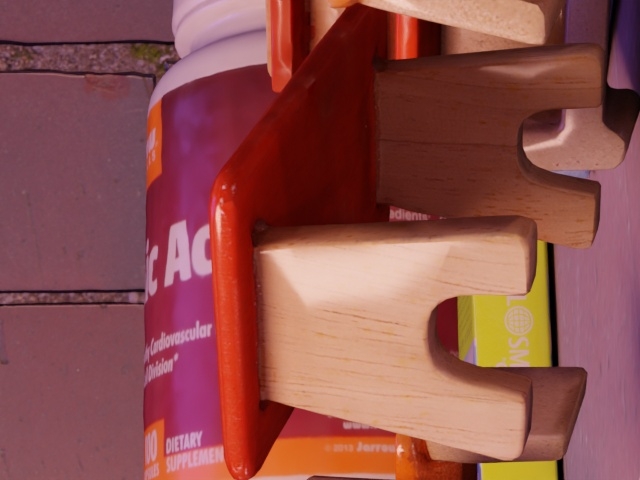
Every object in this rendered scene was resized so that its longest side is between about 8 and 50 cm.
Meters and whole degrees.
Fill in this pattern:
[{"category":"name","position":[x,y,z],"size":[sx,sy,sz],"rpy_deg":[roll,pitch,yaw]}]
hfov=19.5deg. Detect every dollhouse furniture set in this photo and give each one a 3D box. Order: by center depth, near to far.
[{"category":"dollhouse furniture set","position":[0.013,-0.030,0.543],"size":[0.259,0.135,0.262],"rpy_deg":[-57,-30,-61]}]

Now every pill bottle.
[{"category":"pill bottle","position":[0.000,0.000,1.180],"size":[0.224,0.224,0.392],"rpy_deg":[89,180,-73]}]

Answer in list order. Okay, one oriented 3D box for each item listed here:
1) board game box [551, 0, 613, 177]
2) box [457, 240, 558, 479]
[{"category":"board game box","position":[0.093,-0.142,0.733],"size":[0.201,0.035,0.136],"rpy_deg":[89,180,-47]},{"category":"box","position":[0.091,0.062,0.932],"size":[0.109,0.042,0.178],"rpy_deg":[86,-177,-76]}]
